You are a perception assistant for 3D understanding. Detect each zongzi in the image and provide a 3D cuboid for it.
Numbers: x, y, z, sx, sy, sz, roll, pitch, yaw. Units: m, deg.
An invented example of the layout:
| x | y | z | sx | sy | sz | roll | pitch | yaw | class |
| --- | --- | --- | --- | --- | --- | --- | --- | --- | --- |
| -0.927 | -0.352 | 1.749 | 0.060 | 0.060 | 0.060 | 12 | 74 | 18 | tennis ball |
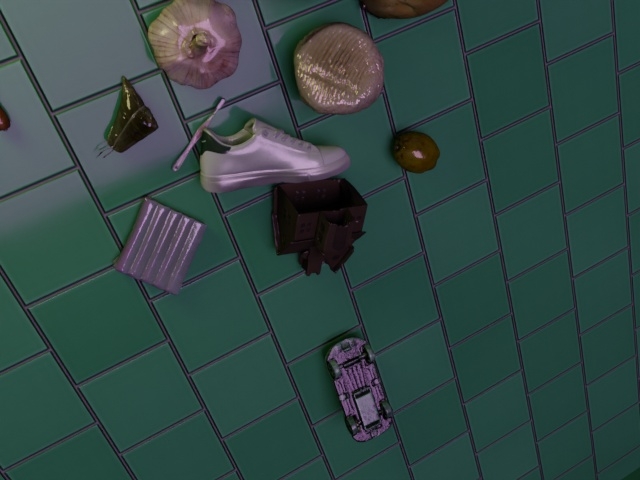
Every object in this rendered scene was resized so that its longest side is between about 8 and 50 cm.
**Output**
| x | y | z | sx | sy | sz | roll | pitch | yaw | class |
| --- | --- | --- | --- | --- | --- | --- | --- | --- | --- |
| -0.444 | -0.259 | 1.418 | 0.154 | 0.062 | 0.130 | -32 | 101 | 8 | zongzi |

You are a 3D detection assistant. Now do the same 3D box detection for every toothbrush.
| x | y | z | sx | sy | sz | roll | pitch | yaw | class |
| --- | --- | --- | --- | --- | --- | --- | --- | --- | --- |
| -0.280 | -0.243 | 1.506 | 0.017 | 0.022 | 0.204 | 34 | 95 | -23 | toothbrush |

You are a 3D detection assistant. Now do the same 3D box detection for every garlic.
| x | y | z | sx | sy | sz | roll | pitch | yaw | class |
| --- | --- | --- | --- | --- | --- | --- | --- | --- | --- |
| -0.238 | -0.405 | 1.340 | 0.199 | 0.226 | 0.199 | -6 | 109 | -19 | garlic |

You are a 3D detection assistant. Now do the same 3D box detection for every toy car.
| x | y | z | sx | sy | sz | roll | pitch | yaw | class |
| --- | --- | --- | --- | --- | --- | --- | --- | --- | --- |
| 0.102 | 0.425 | 1.906 | 0.136 | 0.125 | 0.306 | -21 | 96 | -18 | toy car |

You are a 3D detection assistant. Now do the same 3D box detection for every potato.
| x | y | z | sx | sy | sz | roll | pitch | yaw | class |
| --- | --- | --- | --- | --- | --- | --- | --- | --- | --- |
| 0.225 | -0.628 | 1.472 | 0.242 | 0.242 | 0.285 | 34 | 91 | -32 | potato |

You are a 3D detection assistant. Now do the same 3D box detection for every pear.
| x | y | z | sx | sy | sz | roll | pitch | yaw | class |
| --- | --- | --- | --- | --- | --- | --- | --- | --- | --- |
| 0.248 | -0.230 | 1.714 | 0.131 | 0.107 | 0.107 | 12 | 105 | -19 | pear |

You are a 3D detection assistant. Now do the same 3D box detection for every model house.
| x | y | z | sx | sy | sz | roll | pitch | yaw | class |
| --- | --- | --- | --- | --- | --- | --- | --- | --- | --- |
| 0.000 | 0.000 | 1.652 | 0.211 | 0.204 | 0.243 | -8 | 131 | -22 | model house |

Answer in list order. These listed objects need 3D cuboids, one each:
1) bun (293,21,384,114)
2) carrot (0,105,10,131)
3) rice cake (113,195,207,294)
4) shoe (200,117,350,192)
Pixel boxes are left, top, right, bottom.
| x | y | z | sx | sy | sz | roll | pitch | yaw | class |
| --- | --- | --- | --- | --- | --- | --- | --- | --- | --- |
| 0.041 | -0.393 | 1.526 | 0.220 | 0.134 | 0.221 | 0 | 88 | -9 | bun |
| -0.670 | -0.289 | 1.297 | 0.035 | 0.035 | 0.165 | -31 | 118 | -10 | carrot |
| -0.378 | 0.016 | 1.559 | 0.189 | 0.037 | 0.198 | 28 | 97 | -32 | rice cake |
| -0.107 | -0.218 | 1.536 | 0.362 | 0.132 | 0.160 | -10 | 116 | -14 | shoe |
